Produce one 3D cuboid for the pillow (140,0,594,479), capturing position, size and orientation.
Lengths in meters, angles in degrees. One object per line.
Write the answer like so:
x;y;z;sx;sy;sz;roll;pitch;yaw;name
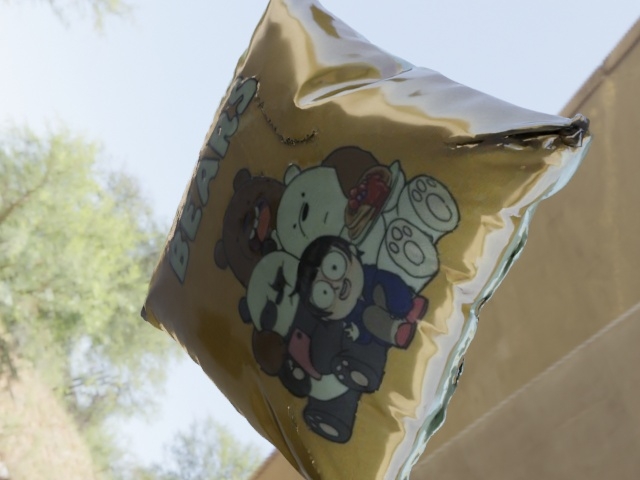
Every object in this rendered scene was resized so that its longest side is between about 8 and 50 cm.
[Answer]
0.000;0.000;0.653;0.312;0.119;0.310;39;-65;41;pillow
